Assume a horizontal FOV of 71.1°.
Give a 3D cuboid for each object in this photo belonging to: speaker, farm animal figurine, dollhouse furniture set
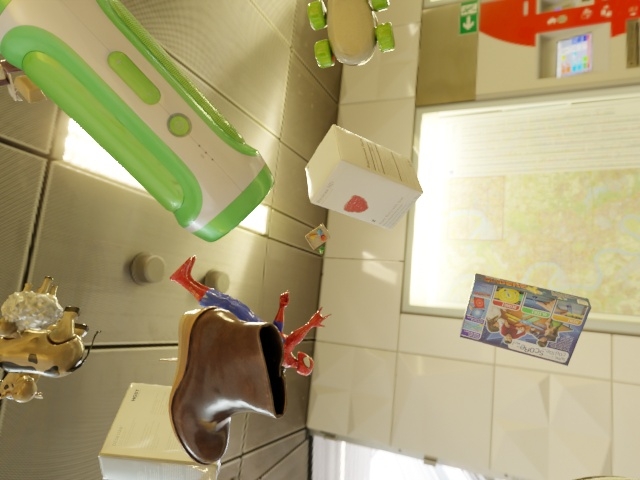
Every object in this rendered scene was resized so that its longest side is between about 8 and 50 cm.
[{"bbox_3d":[-0.186,-0.137,0.475,0.296,0.131,0.131,47,-136,-19],"label":"speaker"},{"bbox_3d":[-0.636,0.240,0.930,0.330,0.326,0.172,78,-172,-47],"label":"farm animal figurine"},{"bbox_3d":[-0.590,-0.278,0.862,0.091,0.114,0.081,-33,-21,-39],"label":"dollhouse furniture set"}]

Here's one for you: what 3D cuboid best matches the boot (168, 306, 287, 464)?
[{"bbox_3d":[-0.127,0.218,0.614,0.090,0.206,0.249,-10,-83,-44],"label":"boot"}]

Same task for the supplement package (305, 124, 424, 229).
[{"bbox_3d":[0.127,-0.183,1.348,0.292,0.178,0.175,17,-138,-25],"label":"supplement package"}]

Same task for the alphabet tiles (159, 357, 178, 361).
[{"bbox_3d":[-0.343,0.364,1.371,0.198,0.237,0.009,12,-108,-47],"label":"alphabet tiles"}]

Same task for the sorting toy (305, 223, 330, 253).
[{"bbox_3d":[0.000,0.000,1.230,0.062,0.012,0.083,-37,-50,-6],"label":"sorting toy"}]

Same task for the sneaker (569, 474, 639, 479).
[{"bbox_3d":[0.453,0.322,0.413,0.257,0.446,0.169,-158,59,-75],"label":"sneaker"}]

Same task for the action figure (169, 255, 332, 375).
[{"bbox_3d":[-0.097,0.107,0.753,0.139,0.280,0.091,-46,6,-4],"label":"action figure"}]

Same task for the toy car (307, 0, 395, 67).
[{"bbox_3d":[0.079,-0.434,0.945,0.188,0.154,0.149,-34,-66,-71],"label":"toy car"}]

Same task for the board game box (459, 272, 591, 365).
[{"bbox_3d":[0.382,0.150,0.854,0.035,0.201,0.136,-48,-32,-59],"label":"board game box"}]

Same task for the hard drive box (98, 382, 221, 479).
[{"bbox_3d":[-0.323,0.417,0.970,0.181,0.231,0.089,-88,8,-58],"label":"hard drive box"}]
